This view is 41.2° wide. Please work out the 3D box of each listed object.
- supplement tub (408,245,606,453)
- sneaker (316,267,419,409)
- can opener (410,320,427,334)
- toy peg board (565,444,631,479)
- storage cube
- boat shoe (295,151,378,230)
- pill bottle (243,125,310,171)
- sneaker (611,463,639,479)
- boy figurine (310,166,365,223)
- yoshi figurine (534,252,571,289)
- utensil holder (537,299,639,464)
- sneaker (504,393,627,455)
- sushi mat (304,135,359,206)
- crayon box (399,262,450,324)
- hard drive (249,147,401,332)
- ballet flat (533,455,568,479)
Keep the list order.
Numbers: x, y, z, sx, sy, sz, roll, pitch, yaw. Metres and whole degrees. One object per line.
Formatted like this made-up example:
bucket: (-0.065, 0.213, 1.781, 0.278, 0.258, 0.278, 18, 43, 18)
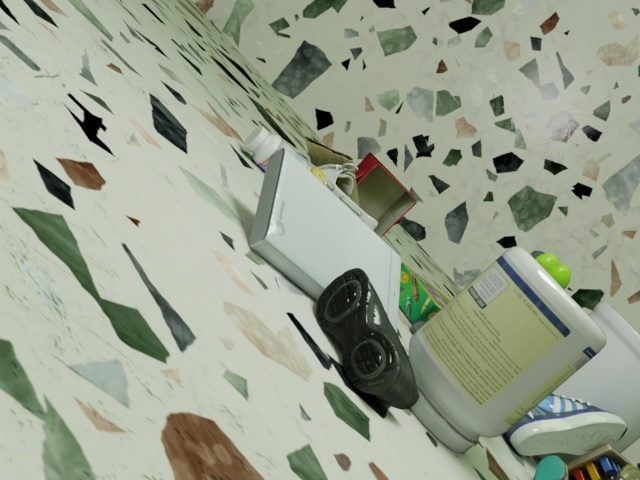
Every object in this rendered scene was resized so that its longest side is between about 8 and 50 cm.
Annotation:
supplement tub: (0.307, 0.195, 1.504, 0.235, 0.325, 0.235, 45, 10, -10)
sneaker: (0.078, 0.162, 1.383, 0.130, 0.109, 0.286, 47, 16, -38)
can opener: (0.314, 0.246, 2.096, 0.093, 0.074, 0.280, 52, 10, 33)
toy peg board: (0.654, 0.573, 2.025, 0.161, 0.161, 0.079, 37, 29, -44)
storage cube: (0.175, -0.147, 2.795, 0.215, 0.184, 0.193, 43, 9, -16)
boat shoe: (0.040, -0.144, 2.263, 0.136, 0.156, 0.367, 36, 15, -51)
pill bottle: (-0.106, -0.198, 2.060, 0.160, 0.087, 0.087, 42, 10, -23)
sneaker: (0.797, 0.664, 1.982, 0.410, 0.158, 0.182, 47, -18, -32)
boy figurine: (0.022, -0.075, 2.061, 0.177, 0.092, 0.285, 58, -1, -43)
yoshi figurine: (0.377, 0.184, 1.755, 0.203, 0.362, 0.203, 45, 9, -6)
utensil holder: (0.702, 0.402, 2.208, 0.327, 0.385, 0.327, 45, 9, -9)
sneaker: (0.543, 0.385, 2.026, 0.323, 0.130, 0.236, 1, 38, -22)
sushi mat: (0.037, -0.186, 2.409, 0.152, 0.019, 0.316, 25, -17, 15)
crayon box: (0.292, 0.184, 2.237, 0.278, 0.081, 0.165, 36, 14, -48)
hard drive: (0.023, 0.020, 1.563, 0.353, 0.047, 0.233, 41, 38, -30)
ballet flat: (0.484, 0.521, 1.747, 0.079, 0.077, 0.221, 65, 13, -4)
